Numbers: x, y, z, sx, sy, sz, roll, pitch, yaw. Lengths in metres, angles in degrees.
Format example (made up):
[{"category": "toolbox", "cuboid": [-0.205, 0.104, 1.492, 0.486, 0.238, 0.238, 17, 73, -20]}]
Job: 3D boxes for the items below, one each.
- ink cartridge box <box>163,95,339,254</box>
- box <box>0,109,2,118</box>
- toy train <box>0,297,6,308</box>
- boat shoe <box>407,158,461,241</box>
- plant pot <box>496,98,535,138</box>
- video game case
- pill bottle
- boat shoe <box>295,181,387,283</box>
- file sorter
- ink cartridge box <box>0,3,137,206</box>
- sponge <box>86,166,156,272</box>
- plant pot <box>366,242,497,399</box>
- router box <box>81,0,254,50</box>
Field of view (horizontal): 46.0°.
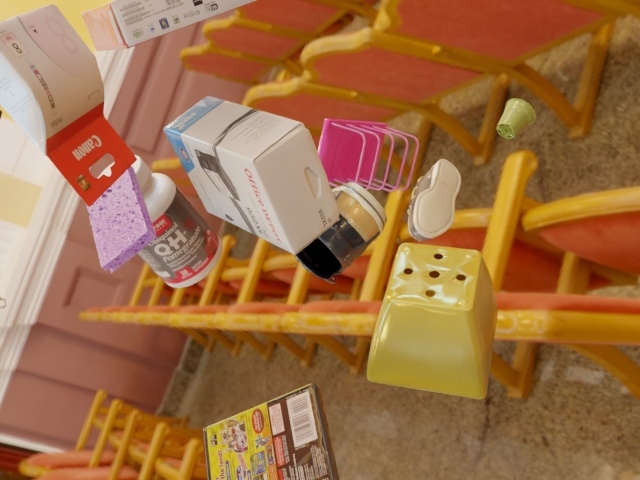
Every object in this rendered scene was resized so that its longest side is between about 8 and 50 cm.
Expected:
[{"category": "ink cartridge box", "cuboid": [-0.133, -0.131, 1.444, 0.129, 0.223, 0.307, -40, 39, -23]}, {"category": "box", "cuboid": [-1.046, -0.214, 1.652, 0.480, 0.472, 0.297, 1, 77, 46]}, {"category": "toy train", "cuboid": [-0.946, 0.172, 2.036, 0.166, 0.125, 0.046, -28, 19, -22]}, {"category": "boat shoe", "cuboid": [0.287, -0.094, 1.990, 0.097, 0.116, 0.324, -40, 15, 40]}, {"category": "plant pot", "cuboid": [0.480, -0.297, 1.879, 0.079, 0.083, 0.083, -50, 15, -25]}, {"category": "video game case", "cuboid": [-0.090, 0.425, 1.368, 0.248, 0.035, 0.274, -25, 50, 13]}, {"category": "pill bottle", "cuboid": [-0.385, -0.047, 1.786, 0.176, 0.318, 0.176, -20, 41, 19]}, {"category": "boat shoe", "cuboid": [0.000, 0.000, 1.725, 0.156, 0.187, 0.500, -47, 5, -16]}, {"category": "file sorter", "cuboid": [0.153, -0.263, 2.412, 0.182, 0.291, 0.202, 27, 112, 39]}, {"category": "ink cartridge box", "cuboid": [-0.323, -0.181, 0.970, 0.066, 0.232, 0.189, -35, 17, 21]}, {"category": "sponge", "cuboid": [-0.393, -0.048, 1.465, 0.117, 0.031, 0.210, -37, 49, 11]}, {"category": "plant pot", "cuboid": [0.201, 0.124, 1.325, 0.212, 0.212, 0.187, -69, -20, -44]}, {"category": "router box", "cuboid": [-0.267, -0.464, 1.456, 0.335, 0.082, 0.301, -27, 22, -18]}]
